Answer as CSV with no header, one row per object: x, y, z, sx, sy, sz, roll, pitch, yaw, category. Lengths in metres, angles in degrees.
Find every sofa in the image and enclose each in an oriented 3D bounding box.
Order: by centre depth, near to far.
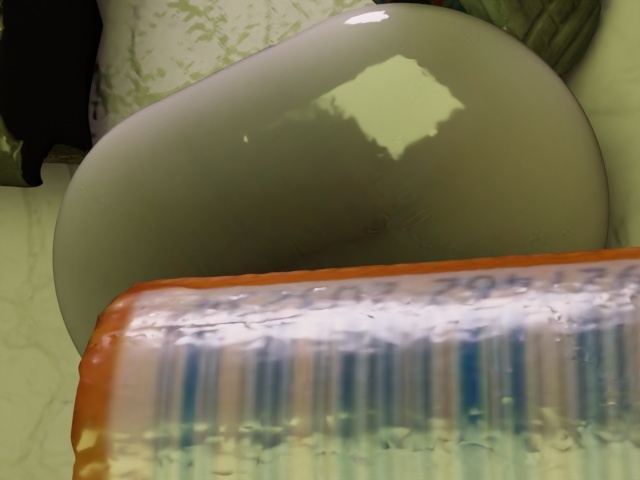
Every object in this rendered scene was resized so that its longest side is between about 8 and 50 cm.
-0.232,-0.161,1.133,0.200,0.182,0.258,4,82,25,sofa

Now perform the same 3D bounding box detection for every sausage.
0.045,0.122,0.890,0.287,0.233,0.233,-5,78,9,sausage

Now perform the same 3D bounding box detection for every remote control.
0.000,0.000,1.022,0.332,0.103,0.221,-23,99,19,remote control

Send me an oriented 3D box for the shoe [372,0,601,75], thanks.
0.058,-0.181,1.011,0.125,0.227,0.099,9,57,53,shoe
